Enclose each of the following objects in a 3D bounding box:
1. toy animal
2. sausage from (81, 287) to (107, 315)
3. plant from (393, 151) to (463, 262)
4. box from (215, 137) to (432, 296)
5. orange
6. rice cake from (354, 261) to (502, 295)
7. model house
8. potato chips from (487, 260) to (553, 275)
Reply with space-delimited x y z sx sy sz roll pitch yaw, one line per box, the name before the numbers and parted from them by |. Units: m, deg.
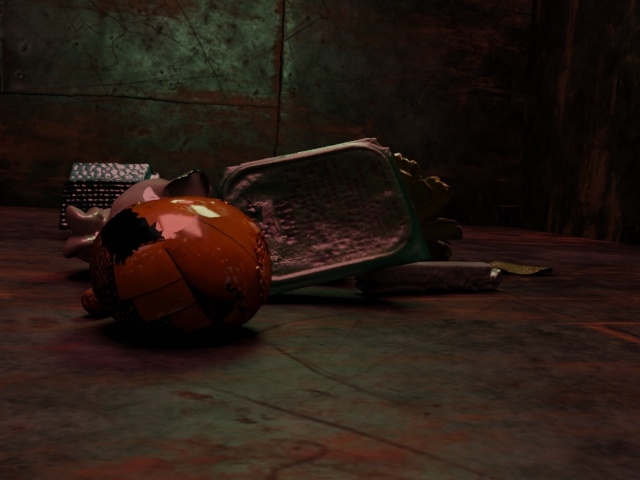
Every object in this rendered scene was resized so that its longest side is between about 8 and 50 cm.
toy animal | -0.348 -0.005 1.227 0.357 0.194 0.258 -7 2 39
sausage | -0.303 0.079 0.992 0.047 0.040 0.177 -5 4 6
plant | 0.147 -0.041 1.509 0.297 0.306 0.261 -23 35 2
box | -0.003 -0.028 1.205 0.337 0.264 0.106 -13 -25 -8
orange | -0.179 0.035 0.872 0.234 0.182 0.234 13 14 -3
rice cake | 0.220 0.070 1.316 0.336 0.063 0.066 0 9 -30
model house | -0.595 -0.073 1.941 0.261 0.226 0.241 0 42 -2
potato chips | 0.485 0.071 1.711 0.209 0.026 0.142 -1 9 -21
